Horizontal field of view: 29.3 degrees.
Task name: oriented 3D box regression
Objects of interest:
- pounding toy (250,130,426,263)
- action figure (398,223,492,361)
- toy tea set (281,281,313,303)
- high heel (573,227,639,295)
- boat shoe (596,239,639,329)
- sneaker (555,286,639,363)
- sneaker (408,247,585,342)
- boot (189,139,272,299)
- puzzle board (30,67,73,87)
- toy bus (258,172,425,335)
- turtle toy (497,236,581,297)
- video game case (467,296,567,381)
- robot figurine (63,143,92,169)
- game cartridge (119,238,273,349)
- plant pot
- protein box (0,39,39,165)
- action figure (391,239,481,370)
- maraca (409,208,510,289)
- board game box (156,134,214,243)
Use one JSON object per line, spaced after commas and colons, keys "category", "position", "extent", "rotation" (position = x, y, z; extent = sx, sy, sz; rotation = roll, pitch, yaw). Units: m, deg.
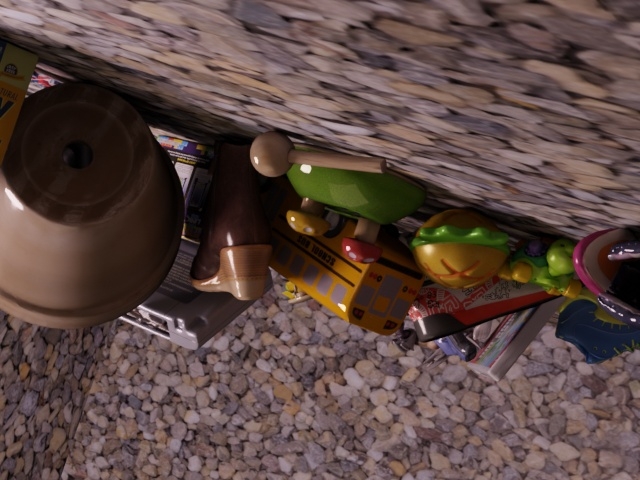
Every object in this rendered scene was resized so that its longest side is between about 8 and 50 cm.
{"category": "pounding toy", "position": [0.018, -0.042, 1.459], "extent": [0.183, 0.110, 0.237], "rotation": [17, 177, 22]}
{"category": "action figure", "position": [0.159, 0.021, 1.871], "extent": [0.341, 0.178, 0.330], "rotation": [48, 176, 11]}
{"category": "toy tea set", "position": [0.057, 0.021, 2.347], "extent": [0.200, 0.124, 0.336], "rotation": [-20, 179, -33]}
{"category": "high heel", "position": [0.298, 0.027, 1.329], "extent": [0.117, 0.082, 0.244], "rotation": [4, -178, 36]}
{"category": "boat shoe", "position": [0.406, 0.078, 1.116], "extent": [0.158, 0.127, 0.340], "rotation": [11, -178, -32]}
{"category": "sneaker", "position": [0.483, 0.150, 1.943], "extent": [0.240, 0.126, 0.091], "rotation": [18, 177, 8]}
{"category": "sneaker", "position": [0.237, 0.031, 1.658], "extent": [0.270, 0.145, 0.090], "rotation": [-17, 171, -8]}
{"category": "boot", "position": [-0.122, -0.033, 1.654], "extent": [0.090, 0.207, 0.248], "rotation": [-4, -175, -20]}
{"category": "puzzle board", "position": [-0.388, -0.219, 1.602], "extent": [0.096, 0.011, 0.128], "rotation": [20, 176, -29]}
{"category": "toy bus", "position": [0.000, 0.000, 1.675], "extent": [0.108, 0.130, 0.332], "rotation": [21, -172, -40]}
{"category": "turtle toy", "position": [0.287, 0.030, 1.541], "extent": [0.095, 0.066, 0.130], "rotation": [17, 177, -14]}
{"category": "video game case", "position": [0.316, 0.130, 1.927], "extent": [0.025, 0.204, 0.285], "rotation": [39, 177, 2]}
{"category": "robot figurine", "position": [-0.511, -0.153, 2.036], "extent": [0.278, 0.174, 0.209], "rotation": [17, 172, 21]}
{"category": "game cartridge", "position": [-0.228, 0.052, 1.826], "extent": [0.297, 0.062, 0.198], "rotation": [20, -142, 33]}
{"category": "plant pot", "position": [-0.324, -0.068, 1.615], "extent": [0.323, 0.323, 0.280], "rotation": [19, 160, -9]}
{"category": "protein box", "position": [-0.464, -0.153, 1.445], "extent": [0.136, 0.201, 0.200], "rotation": [21, 176, -40]}
{"category": "action figure", "position": [0.169, 0.096, 2.077], "extent": [0.285, 0.185, 0.099], "rotation": [43, 167, 28]}
{"category": "maraca", "position": [0.174, 0.007, 1.519], "extent": [0.127, 0.099, 0.186], "rotation": [1, 168, 3]}
{"category": "board game box", "position": [-0.196, -0.074, 1.823], "extent": [0.170, 0.141, 0.048], "rotation": [17, 178, 42]}
